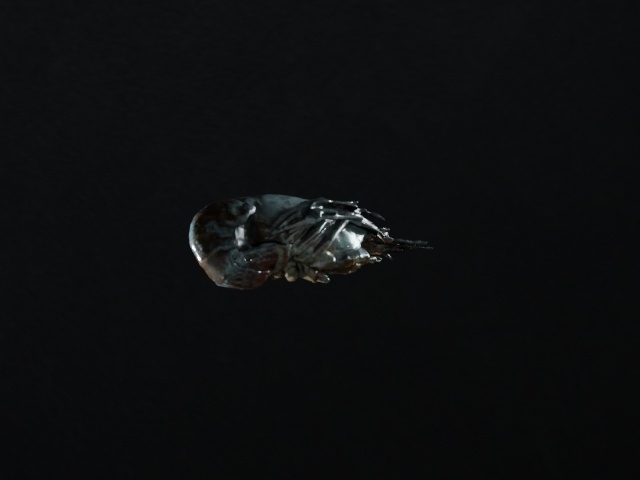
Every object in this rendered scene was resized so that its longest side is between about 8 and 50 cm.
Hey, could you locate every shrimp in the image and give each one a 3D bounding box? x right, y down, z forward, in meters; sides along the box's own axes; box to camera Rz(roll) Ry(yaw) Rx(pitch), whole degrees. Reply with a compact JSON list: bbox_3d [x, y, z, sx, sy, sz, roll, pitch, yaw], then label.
[{"bbox_3d":[0.000,0.000,1.139,0.233,0.090,0.079,1,-126,-32],"label":"shrimp"}]
